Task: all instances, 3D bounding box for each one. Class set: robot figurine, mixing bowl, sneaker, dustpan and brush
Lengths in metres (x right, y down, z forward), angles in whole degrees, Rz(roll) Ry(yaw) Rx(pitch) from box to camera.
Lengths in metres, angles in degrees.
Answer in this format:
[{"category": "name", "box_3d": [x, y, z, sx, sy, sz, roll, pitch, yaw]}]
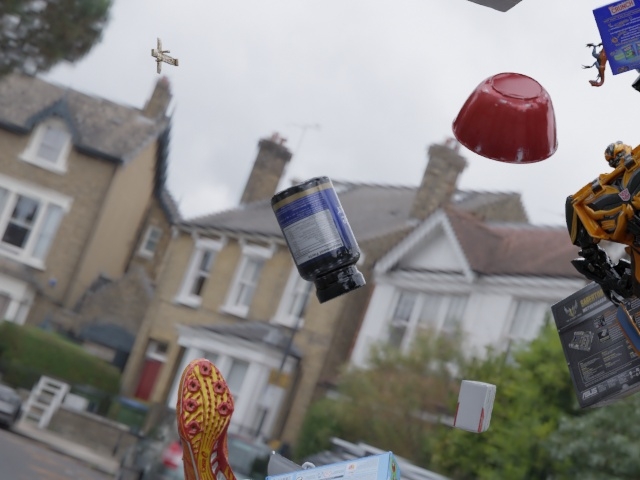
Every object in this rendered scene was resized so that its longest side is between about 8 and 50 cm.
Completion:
[{"category": "robot figurine", "box_3d": [0.355, 0.023, 1.116, 0.211, 0.291, 0.085, -42, -21, 31]}, {"category": "mixing bowl", "box_3d": [0.315, -0.216, 1.926, 0.181, 0.181, 0.098, 17, -53, 13]}, {"category": "sneaker", "box_3d": [-0.122, 0.206, 1.174, 0.064, 0.175, 0.067, -6, 4, -32]}, {"category": "dustpan and brush", "box_3d": [-0.044, 0.454, 2.123, 0.147, 0.060, 0.211, 28, -46, 1]}]

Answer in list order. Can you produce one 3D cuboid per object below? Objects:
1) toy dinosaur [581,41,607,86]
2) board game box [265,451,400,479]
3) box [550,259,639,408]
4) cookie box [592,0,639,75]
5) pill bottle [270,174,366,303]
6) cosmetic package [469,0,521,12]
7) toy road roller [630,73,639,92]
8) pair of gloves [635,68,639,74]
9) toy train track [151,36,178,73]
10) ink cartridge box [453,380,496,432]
[{"category": "toy dinosaur", "box_3d": [0.508, -0.324, 2.120, 0.047, 0.082, 0.090, 0, -27, -22]}, {"category": "board game box", "box_3d": [0.001, 0.333, 1.264, 0.160, 0.211, 0.039, -15, -58, 19]}, {"category": "box", "box_3d": [0.475, 0.147, 1.833, 0.056, 0.183, 0.231, 1, -24, -30]}, {"category": "cookie box", "box_3d": [0.473, -0.316, 1.758, 0.092, 0.107, 0.040, -15, 12, 25]}, {"category": "pill bottle", "box_3d": [0.000, 0.000, 2.153, 0.123, 0.219, 0.123, -23, -3, -1]}, {"category": "cosmetic package", "box_3d": [0.298, -0.626, 2.103, 0.197, 0.365, 0.155, 12, -24, -27]}, {"category": "toy road roller", "box_3d": [0.680, -0.228, 1.820, 0.241, 0.202, 0.329, 26, 16, -34]}, {"category": "pair of gloves", "box_3d": [0.654, -0.293, 2.247, 0.159, 0.023, 0.198, 49, 9, 4]}, {"category": "toy train track", "box_3d": [-0.205, -0.246, 1.563, 0.014, 0.048, 0.083, 0, -1, 15]}, {"category": "ink cartridge box", "box_3d": [0.318, 0.340, 2.390, 0.056, 0.099, 0.135, 11, -5, 16]}]
